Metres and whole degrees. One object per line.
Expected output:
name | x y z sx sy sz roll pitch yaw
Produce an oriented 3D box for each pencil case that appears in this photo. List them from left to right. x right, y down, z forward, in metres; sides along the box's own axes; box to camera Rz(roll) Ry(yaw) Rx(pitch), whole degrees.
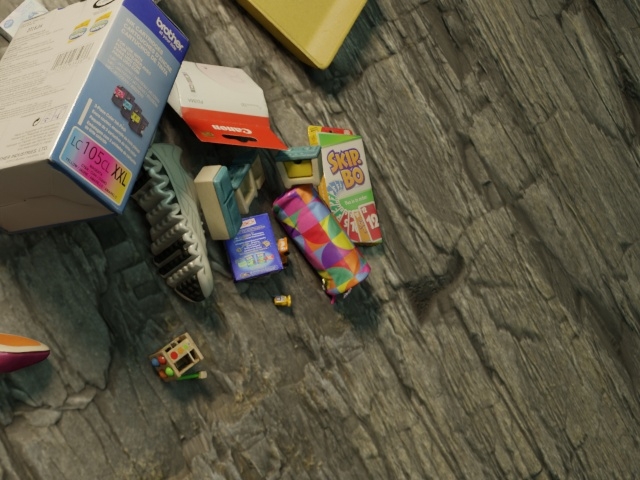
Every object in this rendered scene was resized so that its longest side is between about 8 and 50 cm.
pencil case | 0.000 0.000 1.663 0.104 0.104 0.236 -38 98 -40

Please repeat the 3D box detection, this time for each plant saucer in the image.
plant saucer | -0.070 -0.551 1.823 0.333 0.081 0.332 41 53 -20

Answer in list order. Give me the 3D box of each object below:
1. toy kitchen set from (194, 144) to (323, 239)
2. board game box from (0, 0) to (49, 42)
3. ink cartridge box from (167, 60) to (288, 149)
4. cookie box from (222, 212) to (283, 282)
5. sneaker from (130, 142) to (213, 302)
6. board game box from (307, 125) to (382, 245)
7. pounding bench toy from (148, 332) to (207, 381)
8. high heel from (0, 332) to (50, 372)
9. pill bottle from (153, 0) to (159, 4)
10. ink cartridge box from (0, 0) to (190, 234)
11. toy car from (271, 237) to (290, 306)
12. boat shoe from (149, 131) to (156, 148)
toy kitchen set | -0.099 -0.110 1.533 0.207 0.166 0.122 -69 151 -52
board game box | -0.481 -0.353 1.468 0.090 0.020 0.090 44 52 -19
ink cartridge box | -0.176 -0.248 1.562 0.189 0.066 0.232 1 30 -38
cookie box | -0.126 0.014 1.576 0.092 0.040 0.107 -13 82 -16
sneaker | -0.239 -0.039 1.491 0.118 0.110 0.292 -19 86 -50
board game box | 0.049 -0.116 1.787 0.124 0.039 0.259 0 71 -39
pounding bench toy | -0.232 0.207 1.433 0.065 0.052 0.083 -38 98 -40
high heel | -0.501 0.198 1.230 0.244 0.082 0.117 0 106 -52
pill bottle | -0.384 -0.515 1.521 0.264 0.146 0.146 48 51 -14
ink cartridge box | -0.373 -0.222 1.326 0.151 0.270 0.395 44 50 -44
toy car | -0.076 0.057 1.611 0.041 0.060 0.122 0 64 -7
boat shoe | -0.322 -0.249 1.482 0.084 0.095 0.258 7 38 -21
